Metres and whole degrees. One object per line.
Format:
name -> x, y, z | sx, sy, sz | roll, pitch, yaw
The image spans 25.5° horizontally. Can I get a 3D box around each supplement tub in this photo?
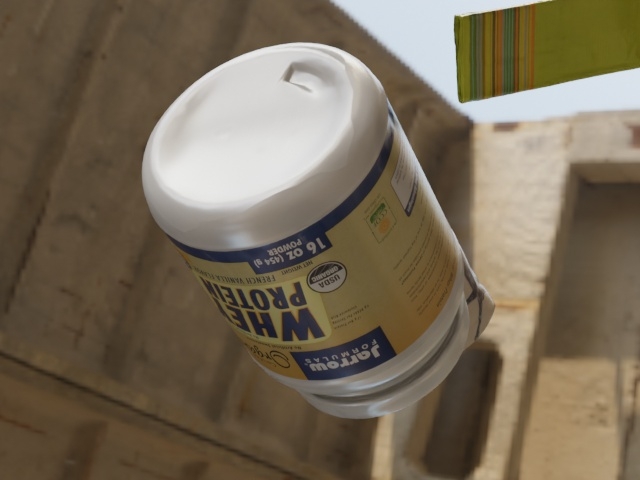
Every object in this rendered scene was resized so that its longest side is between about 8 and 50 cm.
supplement tub -> 0.000, 0.000, 1.306 | 0.228, 0.228, 0.316 | -63, -38, -30

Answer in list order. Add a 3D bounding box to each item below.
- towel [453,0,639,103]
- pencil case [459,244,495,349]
towel -> 0.255, -0.217, 1.543 | 0.237, 0.021, 0.102 | -13, -60, -17
pencil case -> 0.092, 0.003, 2.019 | 0.410, 0.183, 0.160 | 57, -158, -21
